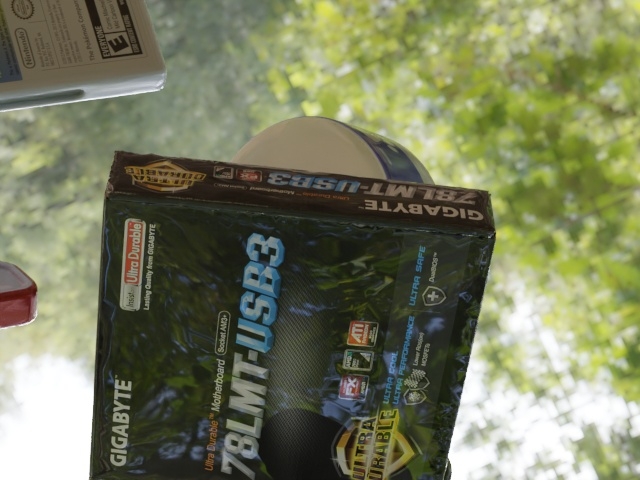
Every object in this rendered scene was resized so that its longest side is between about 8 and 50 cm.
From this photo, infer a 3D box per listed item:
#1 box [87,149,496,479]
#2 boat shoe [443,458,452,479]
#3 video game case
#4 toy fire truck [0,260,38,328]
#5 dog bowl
[{"bbox_3d":[-0.031,0.081,1.246,0.293,0.296,0.073,6,-147,-5],"label":"box"},{"bbox_3d":[0.068,0.214,1.521,0.119,0.335,0.121,-1,-130,2],"label":"boat shoe"},{"bbox_3d":[-0.326,-0.258,1.439,0.299,0.329,0.036,-10,154,-20],"label":"video game case"},{"bbox_3d":[-0.455,0.031,1.507,0.302,0.169,0.254,-9,-151,-40],"label":"toy fire truck"},{"bbox_3d":[0.000,0.000,1.725,0.264,0.265,0.104,-19,159,32],"label":"dog bowl"}]
